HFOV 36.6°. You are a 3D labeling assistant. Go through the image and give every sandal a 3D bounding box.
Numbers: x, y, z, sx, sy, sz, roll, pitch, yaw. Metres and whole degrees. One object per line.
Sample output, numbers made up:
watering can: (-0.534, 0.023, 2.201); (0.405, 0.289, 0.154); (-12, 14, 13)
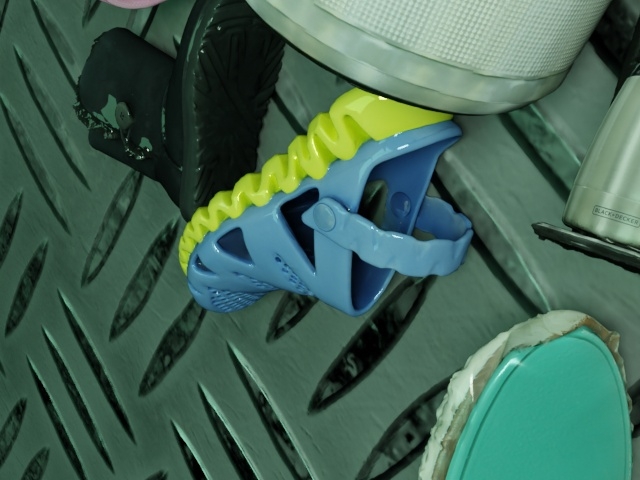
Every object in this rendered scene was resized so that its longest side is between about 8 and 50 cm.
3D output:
sandal: (0.000, 0.000, 0.739); (0.317, 0.126, 0.138); (-35, 77, 48)

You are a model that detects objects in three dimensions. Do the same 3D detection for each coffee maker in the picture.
coffee maker: (0.197, -0.064, 0.489); (0.120, 0.171, 0.178); (21, 94, 17)

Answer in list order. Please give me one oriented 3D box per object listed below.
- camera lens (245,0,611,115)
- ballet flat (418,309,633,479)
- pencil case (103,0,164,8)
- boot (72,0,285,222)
camera lens: (0.083, -0.221, 0.510); (0.219, 0.219, 0.274); (50, 132, 29)
ballet flat: (0.118, 0.232, 0.659); (0.147, 0.147, 0.408); (15, 109, 46)
pencil case: (-0.229, -0.379, 0.867); (0.386, 0.167, 0.160); (55, 129, 28)
boot: (-0.140, -0.151, 0.876); (0.207, 0.094, 0.246); (37, 131, 33)
